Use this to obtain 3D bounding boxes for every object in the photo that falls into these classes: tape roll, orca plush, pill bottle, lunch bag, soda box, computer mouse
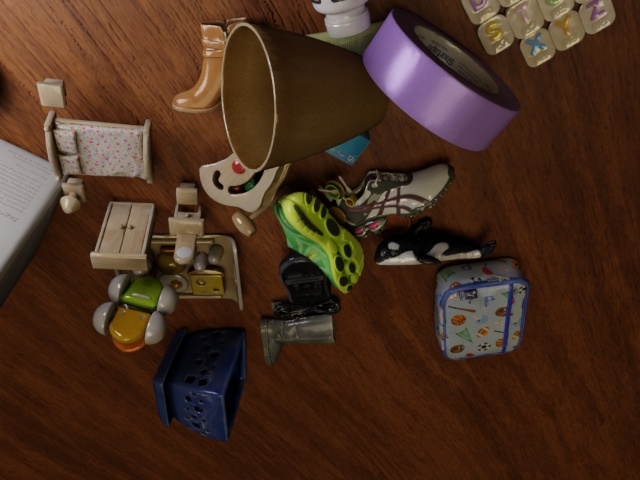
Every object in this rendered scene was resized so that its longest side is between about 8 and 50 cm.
[{"bbox_3d":[0.210,-0.279,0.931,0.274,0.275,0.090,25,125,-19],"label":"tape roll"},{"bbox_3d":[0.269,-0.002,1.275,0.287,0.151,0.102,-1,98,4],"label":"orca plush"},{"bbox_3d":[0.028,-0.449,0.900,0.108,0.108,0.194,-11,129,9],"label":"pill bottle"},{"bbox_3d":[0.427,0.182,1.418,0.243,0.115,0.304,-7,130,3],"label":"lunch bag"},{"bbox_3d":[-0.004,-0.241,1.097,0.210,0.067,0.071,26,124,-20],"label":"soda box"},{"bbox_3d":[-0.044,0.103,1.385,0.188,0.072,0.272,-4,142,1],"label":"computer mouse"}]

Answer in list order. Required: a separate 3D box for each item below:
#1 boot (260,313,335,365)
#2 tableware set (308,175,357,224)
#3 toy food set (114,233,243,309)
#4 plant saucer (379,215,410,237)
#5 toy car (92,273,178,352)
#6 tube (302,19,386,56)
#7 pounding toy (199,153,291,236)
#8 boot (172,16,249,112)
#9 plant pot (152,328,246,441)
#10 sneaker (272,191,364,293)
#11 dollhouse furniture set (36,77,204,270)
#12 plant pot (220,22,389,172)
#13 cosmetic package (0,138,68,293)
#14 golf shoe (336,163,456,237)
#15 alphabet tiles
[{"bbox_3d":[-0.061,0.282,1.534,0.208,0.076,0.190,-6,132,-4],"label":"boot"},{"bbox_3d":[0.023,-0.077,1.201,0.104,0.024,0.154,53,142,-12],"label":"tableware set"},{"bbox_3d":[-0.352,0.096,1.357,0.305,0.092,0.220,0,129,0],"label":"toy food set"},{"bbox_3d":[0.173,-0.042,1.295,0.083,0.013,0.084,0,130,-1],"label":"plant saucer"},{"bbox_3d":[-0.425,0.175,1.257,0.159,0.182,0.136,13,140,-1],"label":"toy car"},{"bbox_3d":[0.014,-0.357,1.014,0.240,0.070,0.062,-7,86,1],"label":"tube"},{"bbox_3d":[-0.149,-0.153,1.169,0.154,0.155,0.270,36,115,8],"label":"pounding toy"},{"bbox_3d":[-0.206,-0.333,1.022,0.197,0.073,0.152,-16,130,-3],"label":"boot"},{"bbox_3d":[-0.338,0.397,1.522,0.211,0.236,0.236,8,129,3],"label":"plant pot"},{"bbox_3d":[0.000,0.000,1.226,0.123,0.109,0.296,11,144,52],"label":"sneaker"},{"bbox_3d":[-0.394,-0.117,1.093,0.303,0.174,0.356,3,136,-9],"label":"dollhouse furniture set"},{"bbox_3d":[-0.014,-0.251,0.939,0.254,0.237,0.237,-11,134,-27],"label":"plant pot"},{"bbox_3d":[-0.777,-0.001,1.084,0.327,0.394,0.329,28,123,-21],"label":"cosmetic package"},{"bbox_3d":[0.162,-0.107,1.188,0.272,0.105,0.120,-28,117,20],"label":"golf shoe"},{"bbox_3d":[0.402,-0.456,0.951,0.284,0.021,0.278,-27,124,21],"label":"alphabet tiles"}]
